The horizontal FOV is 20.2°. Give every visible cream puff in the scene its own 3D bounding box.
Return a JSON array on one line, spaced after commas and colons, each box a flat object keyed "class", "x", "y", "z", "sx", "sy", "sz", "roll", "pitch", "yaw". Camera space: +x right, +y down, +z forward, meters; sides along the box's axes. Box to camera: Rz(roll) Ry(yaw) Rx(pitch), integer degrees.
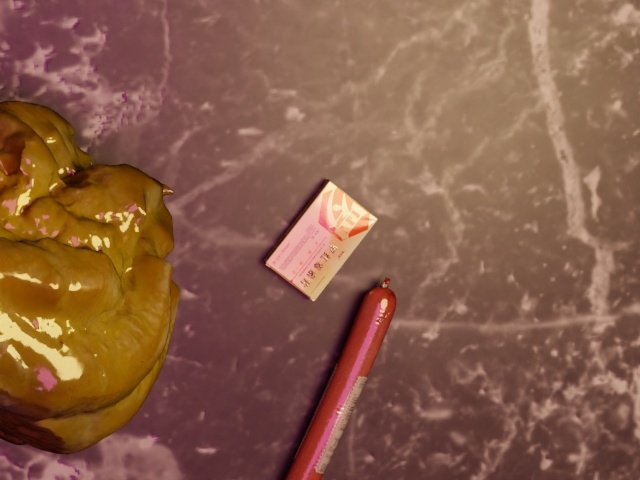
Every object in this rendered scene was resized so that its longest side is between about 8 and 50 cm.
[{"class": "cream puff", "x": -0.258, "y": 0.003, "z": 1.401, "sx": 0.324, "sy": 0.291, "sz": 0.257, "roll": 26, "pitch": 70, "yaw": 3}]

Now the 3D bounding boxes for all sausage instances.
[{"class": "sausage", "x": 0.011, "y": 0.150, "z": 1.600, "sx": 0.034, "sy": 0.034, "sz": 0.253, "roll": 24, "pitch": 93, "yaw": -15}]

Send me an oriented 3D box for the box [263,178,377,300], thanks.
[{"class": "box", "x": 0.000, "y": 0.000, "z": 1.581, "sx": 0.058, "sy": 0.015, "sz": 0.093, "roll": 38, "pitch": 90, "yaw": -17}]
